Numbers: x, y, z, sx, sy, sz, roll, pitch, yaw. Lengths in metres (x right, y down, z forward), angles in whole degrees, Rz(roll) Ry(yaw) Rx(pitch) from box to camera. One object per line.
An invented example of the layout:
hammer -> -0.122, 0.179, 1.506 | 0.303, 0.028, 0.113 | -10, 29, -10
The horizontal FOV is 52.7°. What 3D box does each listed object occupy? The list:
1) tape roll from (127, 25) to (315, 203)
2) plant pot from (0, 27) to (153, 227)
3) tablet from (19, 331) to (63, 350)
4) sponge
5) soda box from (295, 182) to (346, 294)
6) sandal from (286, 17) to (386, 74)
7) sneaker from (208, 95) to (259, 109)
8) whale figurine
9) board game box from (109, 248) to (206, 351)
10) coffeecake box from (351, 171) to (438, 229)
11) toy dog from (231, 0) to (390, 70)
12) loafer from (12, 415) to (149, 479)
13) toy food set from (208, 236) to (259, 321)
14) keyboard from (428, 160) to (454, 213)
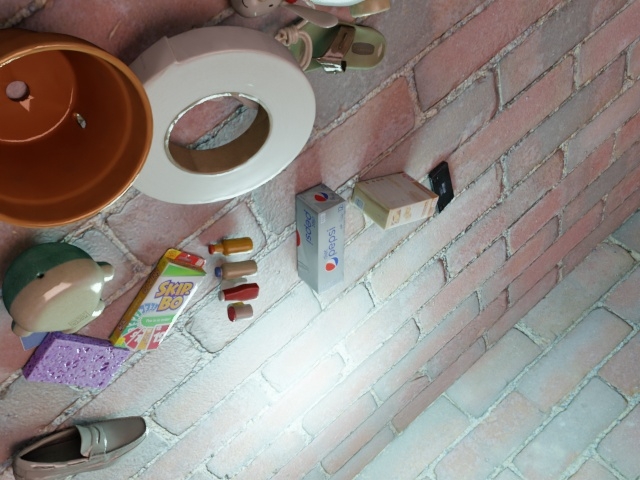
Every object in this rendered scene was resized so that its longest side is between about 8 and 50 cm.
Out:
tape roll -> -0.198, -0.219, 1.206 | 0.392, 0.072, 0.392 | -19, 149, -11
plant pot -> -0.431, -0.194, 0.985 | 0.291, 0.203, 0.291 | -26, 138, -26
tablet -> -0.580, 0.193, 1.344 | 0.083, 0.006, 0.054 | -24, 137, -30
sponge -> -0.534, 0.267, 1.430 | 0.117, 0.031, 0.210 | -52, 145, 8
soda box -> 0.000, 0.000, 1.680 | 0.091, 0.098, 0.286 | -27, 139, -28
sandal -> 0.041, -0.406, 1.369 | 0.303, 0.086, 0.120 | -15, 132, -37
sneaker -> -0.142, -0.320, 1.233 | 0.232, 0.090, 0.115 | -8, 151, -43
whale figurine -> -0.509, 0.097, 1.255 | 0.216, 0.141, 0.272 | -37, 166, -15
board game box -> -0.368, 0.141, 1.492 | 0.124, 0.039, 0.259 | 24, 101, -53
coffeecake box -> 0.201, -0.111, 1.747 | 0.185, 0.142, 0.068 | -16, 133, -35
toy dog -> 0.018, -0.476, 1.199 | 0.334, 0.161, 0.220 | -42, 115, -15
loafer -> -0.560, 0.491, 1.541 | 0.319, 0.112, 0.111 | -16, 141, -35
toy food set -> -0.217, 0.112, 1.557 | 0.105, 0.111, 0.232 | -6, 128, -27
keyboard -> 0.359, -0.152, 1.972 | 0.108, 0.023, 0.180 | -46, 143, -14
